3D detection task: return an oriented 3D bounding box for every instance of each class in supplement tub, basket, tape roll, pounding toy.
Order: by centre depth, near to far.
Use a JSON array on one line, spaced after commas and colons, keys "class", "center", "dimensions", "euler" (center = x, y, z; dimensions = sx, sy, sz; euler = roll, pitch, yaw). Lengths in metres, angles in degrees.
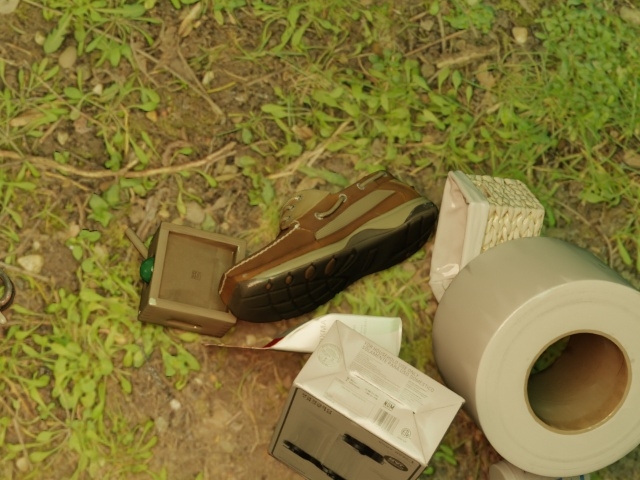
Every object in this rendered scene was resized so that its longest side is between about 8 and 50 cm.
[{"class": "tape roll", "center": [0.271, 0.134, 1.549], "dimensions": [0.246, 0.169, 0.246], "euler": [-4, 109, -12]}, {"class": "supplement tub", "center": [0.268, 0.289, 1.600], "dimensions": [0.107, 0.071, 0.071], "euler": [-18, 71, -14]}, {"class": "pounding toy", "center": [-0.177, 0.042, 1.634], "dimensions": [0.141, 0.100, 0.130], "euler": [13, 66, -15]}, {"class": "basket", "center": [0.208, 0.008, 1.646], "dimensions": [0.103, 0.167, 0.113], "euler": [1, 25, -12]}]

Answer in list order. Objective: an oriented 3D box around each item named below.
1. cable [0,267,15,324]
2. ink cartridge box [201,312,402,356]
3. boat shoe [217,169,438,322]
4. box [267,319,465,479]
[{"class": "cable", "center": [-0.477, 0.009, 1.606], "dimensions": [0.139, 0.072, 0.287], "euler": [-26, 73, -23]}, {"class": "ink cartridge box", "center": [-0.027, 0.111, 1.568], "dimensions": [0.224, 0.181, 0.056], "euler": [7, 84, -6]}, {"class": "boat shoe", "center": [0.000, 0.000, 1.646], "dimensions": [0.324, 0.123, 0.120], "euler": [-23, 62, -36]}, {"class": "box", "center": [0.042, 0.213, 1.479], "dimensions": [0.169, 0.290, 0.087], "euler": [31, 65, 7]}]
